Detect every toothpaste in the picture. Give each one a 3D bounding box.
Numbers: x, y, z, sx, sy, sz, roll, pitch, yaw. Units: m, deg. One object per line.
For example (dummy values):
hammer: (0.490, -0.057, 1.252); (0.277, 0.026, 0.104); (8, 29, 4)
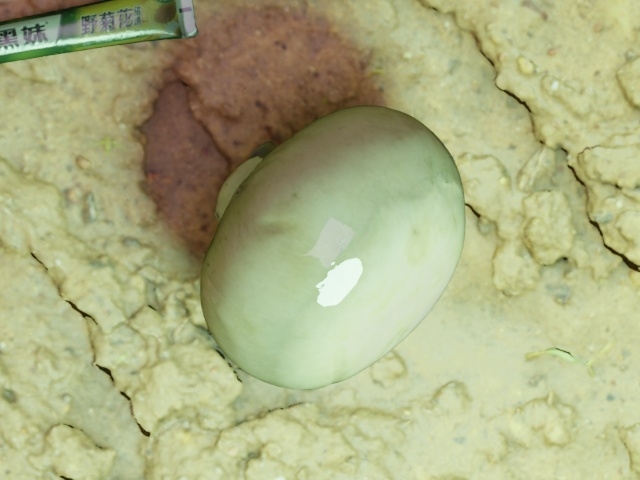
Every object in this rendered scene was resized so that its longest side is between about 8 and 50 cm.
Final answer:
toothpaste: (-0.200, -0.171, 1.224); (0.204, 0.031, 0.049); (-13, 106, -14)

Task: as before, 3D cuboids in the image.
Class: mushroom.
mushroom: (0.000, 0.000, 1.237); (0.246, 0.202, 0.246); (-33, 142, -31)
